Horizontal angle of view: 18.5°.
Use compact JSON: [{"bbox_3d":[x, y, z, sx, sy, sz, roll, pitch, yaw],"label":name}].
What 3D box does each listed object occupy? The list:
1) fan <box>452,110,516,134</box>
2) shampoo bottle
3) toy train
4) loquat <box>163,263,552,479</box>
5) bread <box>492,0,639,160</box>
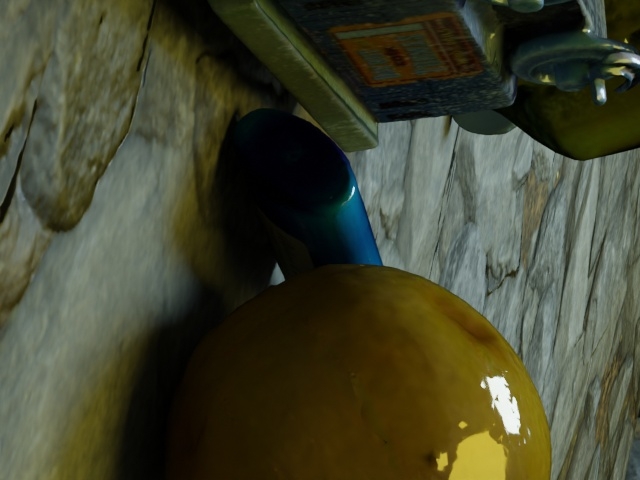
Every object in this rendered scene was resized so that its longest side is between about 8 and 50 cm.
[{"bbox_3d":[0.134,-0.222,1.520,0.023,0.057,0.282,-8,102,-62],"label":"fan"},{"bbox_3d":[0.000,0.000,1.125,0.050,0.087,0.183,-42,151,-13],"label":"shampoo bottle"},{"bbox_3d":[0.058,-0.147,1.035,0.299,0.202,0.131,41,44,-70],"label":"toy train"},{"bbox_3d":[0.019,0.114,1.044,0.208,0.208,0.208,10,90,-73],"label":"loquat"},{"bbox_3d":[0.243,-0.213,1.236,0.251,0.376,0.208,57,24,-27],"label":"bread"}]
